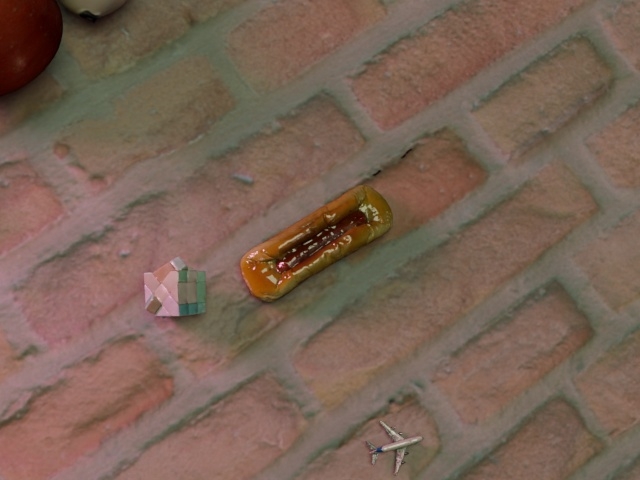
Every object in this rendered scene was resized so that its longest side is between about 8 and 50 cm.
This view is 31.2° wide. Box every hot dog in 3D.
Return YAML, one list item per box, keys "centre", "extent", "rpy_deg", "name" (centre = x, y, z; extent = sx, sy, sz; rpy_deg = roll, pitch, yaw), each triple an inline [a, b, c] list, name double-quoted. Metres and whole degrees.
- centre: [0.000, 0.000, 1.615]
  extent: [0.242, 0.073, 0.084]
  rpy_deg: [-30, 89, -17]
  name: "hot dog"

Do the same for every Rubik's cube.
- centre: [-0.201, 0.066, 1.556]
  extent: [0.073, 0.075, 0.084]
  rpy_deg: [-4, 72, 33]
  name: "Rubik's cube"

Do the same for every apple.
- centre: [-0.469, -0.315, 1.498]
  extent: [0.216, 0.260, 0.260]
  rpy_deg: [-28, 83, -4]
  name: "apple"

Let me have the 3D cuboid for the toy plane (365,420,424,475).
- centre: [0.104, 0.285, 1.590]
  extent: [0.084, 0.024, 0.078]
  rpy_deg: [-12, 78, -21]
  name: "toy plane"

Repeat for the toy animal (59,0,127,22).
- centre: [-0.328, -0.408, 1.611]
  extent: [0.179, 0.138, 0.166]
  rpy_deg: [52, 47, -4]
  name: "toy animal"
